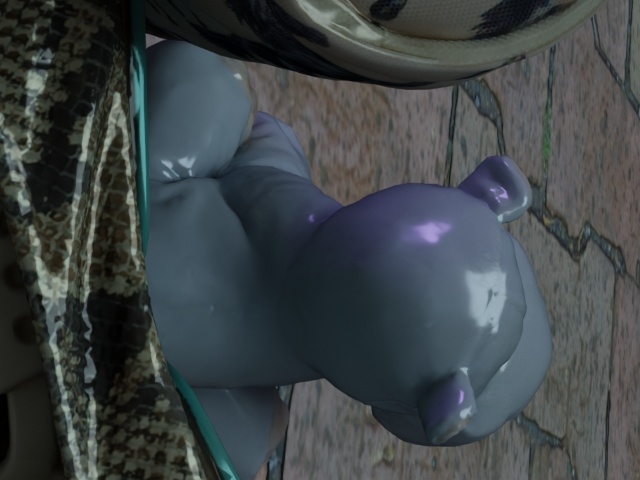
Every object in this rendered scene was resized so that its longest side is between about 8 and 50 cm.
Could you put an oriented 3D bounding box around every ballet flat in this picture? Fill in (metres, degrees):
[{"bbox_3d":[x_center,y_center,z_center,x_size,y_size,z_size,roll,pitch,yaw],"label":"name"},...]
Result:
[{"bbox_3d":[-0.129,0.043,0.815,0.182,0.164,0.482,-15,95,-24],"label":"ballet flat"}]

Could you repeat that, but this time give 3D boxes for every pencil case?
[{"bbox_3d":[-0.004,-0.166,0.867,0.160,0.410,0.183,27,89,-21],"label":"pencil case"}]

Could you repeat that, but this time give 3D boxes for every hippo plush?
[{"bbox_3d":[0.000,0.000,1.030,0.294,0.237,0.234,47,46,-59],"label":"hippo plush"}]
